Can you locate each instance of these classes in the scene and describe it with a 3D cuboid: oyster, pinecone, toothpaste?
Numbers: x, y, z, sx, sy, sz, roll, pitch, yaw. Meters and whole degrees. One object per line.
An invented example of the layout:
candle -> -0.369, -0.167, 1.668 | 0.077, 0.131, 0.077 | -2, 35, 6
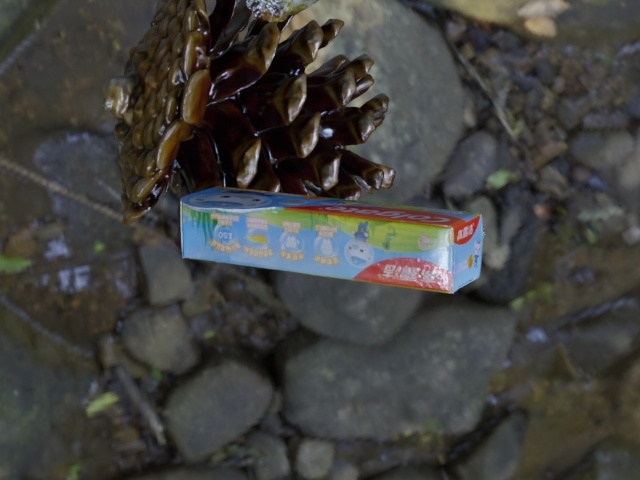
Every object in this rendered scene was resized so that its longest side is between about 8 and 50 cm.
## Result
oyster -> -0.030, -0.173, 0.877 | 0.054, 0.019, 0.083 | -34, 119, -11
pinecone -> -0.060, -0.095, 1.217 | 0.264, 0.264, 0.264 | -10, 131, -12
toothpaste -> 0.000, 0.000, 0.897 | 0.070, 0.193, 0.044 | -23, 116, -60
